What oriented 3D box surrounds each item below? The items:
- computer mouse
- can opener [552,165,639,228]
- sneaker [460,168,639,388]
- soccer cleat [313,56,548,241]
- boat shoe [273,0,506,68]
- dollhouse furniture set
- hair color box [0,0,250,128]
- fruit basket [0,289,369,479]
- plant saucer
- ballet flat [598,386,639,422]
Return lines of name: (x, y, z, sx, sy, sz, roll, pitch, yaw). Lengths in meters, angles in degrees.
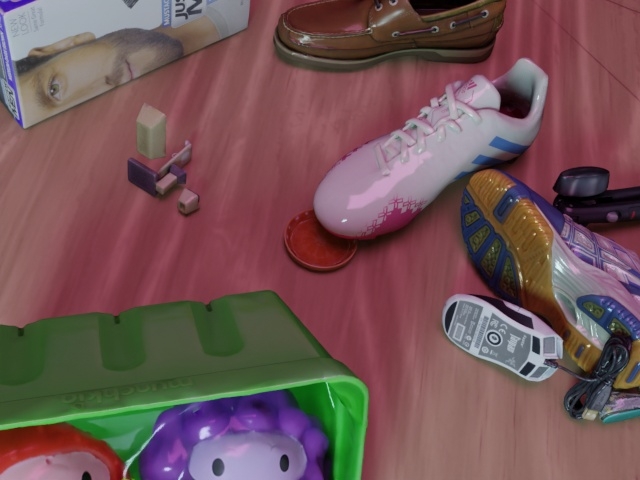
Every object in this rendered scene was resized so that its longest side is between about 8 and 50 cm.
computer mouse: (0.218, 0.105, 0.995, 0.193, 0.106, 0.042, 28, 36, 22)
can opener: (0.359, -0.044, 1.142, 0.186, 0.073, 0.059, 1, 45, -19)
sneaker: (0.278, 0.033, 1.060, 0.131, 0.112, 0.296, -17, 59, -39)
soccer cleat: (0.130, -0.119, 1.101, 0.331, 0.143, 0.116, -28, 61, -28)
boat shoe: (0.091, -0.300, 1.257, 0.308, 0.104, 0.110, -6, 55, -13)
dollhouse furniture set: (-0.156, -0.107, 1.077, 0.091, 0.114, 0.081, 31, 51, 17)
hair color box: (-0.241, -0.291, 1.152, 0.339, 0.185, 0.110, -30, 65, -26)
fruit basket: (-0.137, 0.243, 0.750, 0.392, 0.282, 0.392, 2, 37, -1)
plant saucer: (0.000, 0.000, 1.081, 0.084, 0.013, 0.083, 4, 54, -6)
ballet flat: (0.341, 0.165, 0.994, 0.114, 0.041, 0.041, -2, 54, -9)
